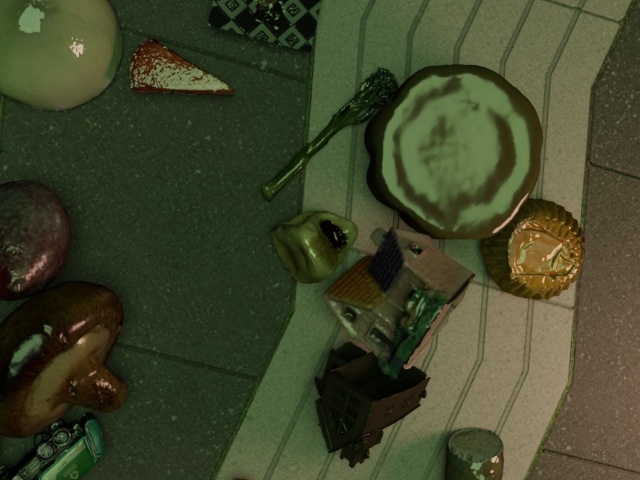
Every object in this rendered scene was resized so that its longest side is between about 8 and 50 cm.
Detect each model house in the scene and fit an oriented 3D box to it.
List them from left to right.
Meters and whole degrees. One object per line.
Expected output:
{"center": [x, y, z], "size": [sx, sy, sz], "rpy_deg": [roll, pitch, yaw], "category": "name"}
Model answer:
{"center": [0.077, 0.368, 1.942], "size": [0.204, 0.211, 0.243], "rpy_deg": [33, 122, 33], "category": "model house"}
{"center": [0.150, 0.113, 1.874], "size": [0.237, 0.237, 0.202], "rpy_deg": [39, 48, 15], "category": "model house"}

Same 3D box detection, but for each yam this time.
{"center": [0.327, 0.589, 1.988], "size": [0.133, 0.133, 0.330], "rpy_deg": [6, 93, -6], "category": "yam"}

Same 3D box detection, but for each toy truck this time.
{"center": [-0.564, 0.464, 1.881], "size": [0.253, 0.114, 0.124], "rpy_deg": [-44, 105, -15], "category": "toy truck"}

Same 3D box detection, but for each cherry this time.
{"center": [-0.619, 0.004, 1.817], "size": [0.230, 0.300, 0.203], "rpy_deg": [-15, 137, -6], "category": "cherry"}

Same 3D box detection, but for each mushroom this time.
{"center": [-0.544, 0.237, 1.799], "size": [0.239, 0.345, 0.345], "rpy_deg": [7, 90, 22], "category": "mushroom"}

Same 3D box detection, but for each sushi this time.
{"center": [-0.113, -0.537, 1.966], "size": [0.231, 0.047, 0.220], "rpy_deg": [13, 84, -11], "category": "sushi"}

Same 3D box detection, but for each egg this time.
{"center": [-0.582, -0.433, 1.839], "size": [0.337, 0.201, 0.337], "rpy_deg": [0, 91, -4], "category": "egg"}

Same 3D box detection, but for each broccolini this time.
{"center": [0.019, -0.232, 1.962], "size": [0.392, 0.074, 0.079], "rpy_deg": [-46, 58, -7], "category": "broccolini"}

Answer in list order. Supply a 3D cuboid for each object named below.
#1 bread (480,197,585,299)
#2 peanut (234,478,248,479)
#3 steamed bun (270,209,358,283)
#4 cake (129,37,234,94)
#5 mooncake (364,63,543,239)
{"center": [0.481, 0.020, 1.989], "size": [0.239, 0.139, 0.240], "rpy_deg": [0, 92, -10], "category": "bread"}
{"center": [-0.203, 0.623, 1.946], "size": [0.104, 0.085, 0.228], "rpy_deg": [25, 89, 3], "category": "peanut"}
{"center": [0.000, 0.000, 1.938], "size": [0.155, 0.172, 0.141], "rpy_deg": [-32, 104, -23], "category": "steamed bun"}
{"center": [-0.294, -0.369, 1.926], "size": [0.220, 0.086, 0.117], "rpy_deg": [0, 93, -5], "category": "cake"}
{"center": [0.275, -0.187, 1.930], "size": [0.378, 0.201, 0.379], "rpy_deg": [0, 92, -7], "category": "mooncake"}
